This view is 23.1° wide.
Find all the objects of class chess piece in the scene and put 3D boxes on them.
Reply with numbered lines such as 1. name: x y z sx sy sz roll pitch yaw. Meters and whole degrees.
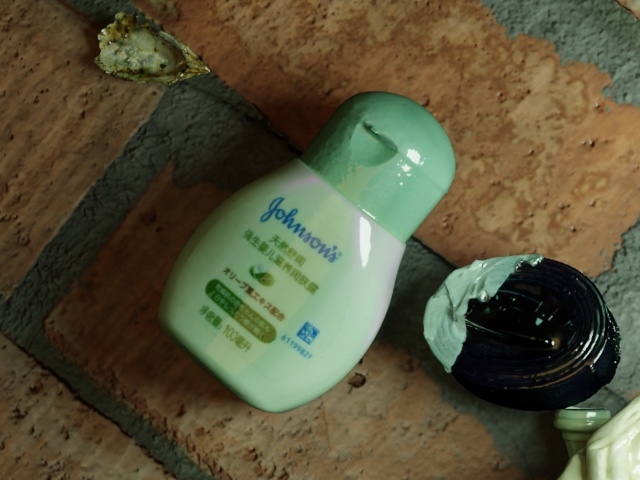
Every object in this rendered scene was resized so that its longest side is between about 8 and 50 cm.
1. chess piece: 0.262 0.243 1.586 0.059 0.059 0.149 3 89 14

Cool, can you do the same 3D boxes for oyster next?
1. oyster: -0.194 -0.204 1.766 0.132 0.029 0.086 39 99 12

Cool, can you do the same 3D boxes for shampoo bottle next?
1. shampoo bottle: 0.000 0.000 1.630 0.222 0.151 0.349 40 92 17

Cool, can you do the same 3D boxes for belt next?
1. belt: 0.201 0.090 1.585 0.198 0.078 0.151 5 68 26

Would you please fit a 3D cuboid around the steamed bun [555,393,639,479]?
1. steamed bun: 0.340 0.356 1.456 0.347 0.237 0.394 -5 55 -16
